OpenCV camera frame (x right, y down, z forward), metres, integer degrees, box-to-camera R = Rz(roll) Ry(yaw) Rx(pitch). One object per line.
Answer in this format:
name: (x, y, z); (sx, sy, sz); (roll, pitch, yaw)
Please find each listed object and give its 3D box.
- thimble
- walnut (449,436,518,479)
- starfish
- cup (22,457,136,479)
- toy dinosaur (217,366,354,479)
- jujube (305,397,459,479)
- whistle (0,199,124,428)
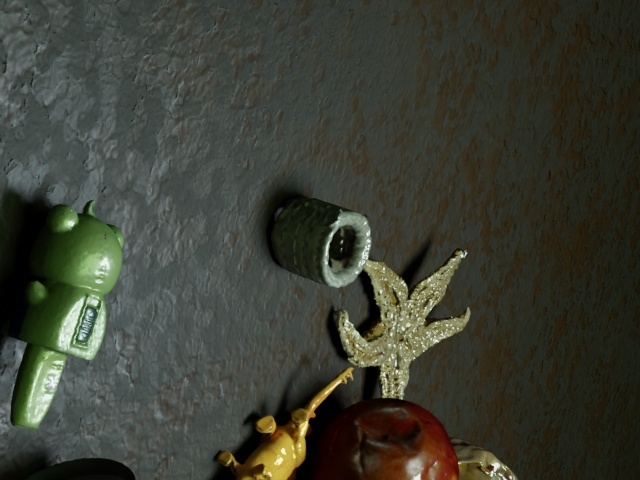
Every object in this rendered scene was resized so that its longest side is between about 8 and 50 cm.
thimble: (0.000, 0.000, 1.608); (0.102, 0.090, 0.115); (-57, 146, -22)
walnut: (0.239, 0.420, 2.082); (0.141, 0.204, 0.238); (-84, 180, -61)
starfish: (0.120, 0.115, 1.875); (0.302, 0.060, 0.299); (-31, 122, -42)
cup: (-0.230, 0.382, 1.330); (0.203, 0.203, 0.288); (-34, 124, -47)
toy dinosaur: (-0.051, 0.275, 1.667); (0.288, 0.070, 0.117); (-42, 147, -36)
jujube: (0.081, 0.357, 1.776); (0.223, 0.223, 0.318); (-48, 154, -36)
whistle: (-0.251, 0.069, 1.239); (0.105, 0.085, 0.227); (26, 79, -58)
